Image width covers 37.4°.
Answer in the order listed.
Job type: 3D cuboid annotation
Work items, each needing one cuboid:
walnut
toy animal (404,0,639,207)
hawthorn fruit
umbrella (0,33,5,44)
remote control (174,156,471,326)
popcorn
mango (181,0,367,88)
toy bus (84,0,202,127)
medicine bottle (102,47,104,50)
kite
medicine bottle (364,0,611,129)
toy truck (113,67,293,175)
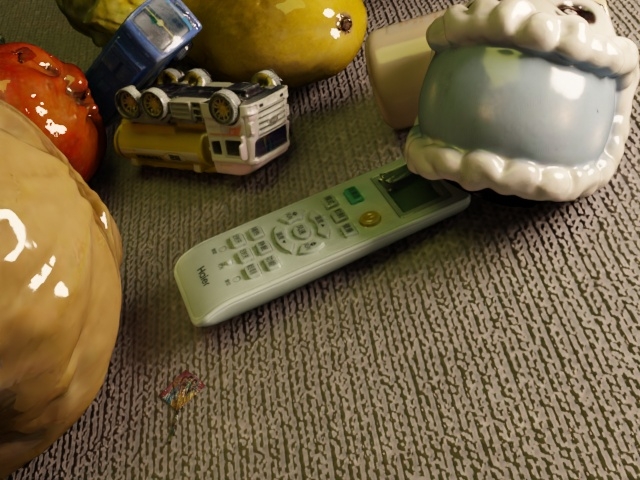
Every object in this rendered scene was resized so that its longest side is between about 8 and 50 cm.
[{"bbox_3d":[-0.365,0.050,0.847,0.383,0.383,0.383,-15,41,13],"label":"walnut"},{"bbox_3d":[0.175,-0.136,0.865,0.208,0.204,0.156,16,12,22],"label":"toy animal"},{"bbox_3d":[-0.400,-0.119,1.163,0.299,0.211,0.211,-19,38,27],"label":"hawthorn fruit"},{"bbox_3d":[-0.529,-0.279,1.522,0.050,0.046,0.188,-6,37,-5],"label":"umbrella"},{"bbox_3d":[0.000,-0.001,0.933,0.293,0.051,0.103,-25,40,-5],"label":"remote control"},{"bbox_3d":[-0.282,-0.365,1.337,0.198,0.212,0.198,0,87,9],"label":"popcorn"},{"bbox_3d":[-0.070,-0.279,1.205,0.195,0.142,0.331,-35,35,-20],"label":"mango"},{"bbox_3d":[-0.237,-0.220,1.192,0.236,0.079,0.094,-30,22,53],"label":"toy bus"},{"bbox_3d":[-0.291,-0.268,1.379,0.047,0.047,0.083,-27,39,-2],"label":"medicine bottle"},{"bbox_3d":[-0.136,0.151,0.873,0.044,0.002,0.078,5,48,32],"label":"kite"},{"bbox_3d":[0.179,-0.202,1.008,0.252,0.114,0.114,-14,41,14],"label":"medicine bottle"},{"bbox_3d":[-0.141,-0.135,1.107,0.227,0.114,0.098,8,28,33],"label":"toy truck"}]
